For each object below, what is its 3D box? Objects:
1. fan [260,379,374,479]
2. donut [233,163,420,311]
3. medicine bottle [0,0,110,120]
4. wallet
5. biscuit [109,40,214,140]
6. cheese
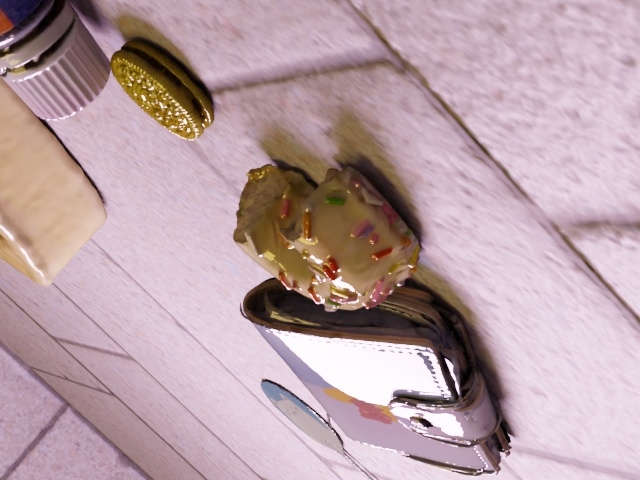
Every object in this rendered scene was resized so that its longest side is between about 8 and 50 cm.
[{"bbox_3d":[0.003,0.208,1.739,0.175,0.005,0.113,43,163,-6],"label":"fan"},{"bbox_3d":[0.004,0.003,1.078,0.108,0.065,0.166,45,164,-19],"label":"donut"},{"bbox_3d":[-0.220,-0.169,1.094,0.083,0.083,0.203,24,158,44],"label":"medicine bottle"},{"bbox_3d":[0.053,0.100,1.224,0.170,0.069,0.231,11,155,26],"label":"wallet"},{"bbox_3d":[-0.109,-0.104,1.127,0.084,0.023,0.084,38,165,12],"label":"biscuit"},{"bbox_3d":[-0.382,-0.144,1.488,0.384,0.104,0.384,37,165,12],"label":"cheese"}]
